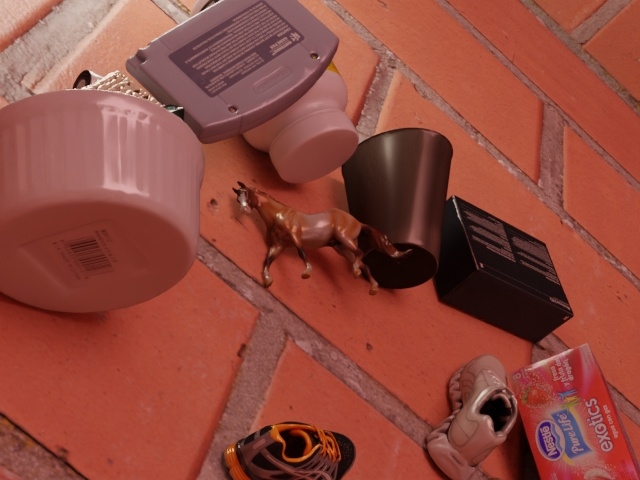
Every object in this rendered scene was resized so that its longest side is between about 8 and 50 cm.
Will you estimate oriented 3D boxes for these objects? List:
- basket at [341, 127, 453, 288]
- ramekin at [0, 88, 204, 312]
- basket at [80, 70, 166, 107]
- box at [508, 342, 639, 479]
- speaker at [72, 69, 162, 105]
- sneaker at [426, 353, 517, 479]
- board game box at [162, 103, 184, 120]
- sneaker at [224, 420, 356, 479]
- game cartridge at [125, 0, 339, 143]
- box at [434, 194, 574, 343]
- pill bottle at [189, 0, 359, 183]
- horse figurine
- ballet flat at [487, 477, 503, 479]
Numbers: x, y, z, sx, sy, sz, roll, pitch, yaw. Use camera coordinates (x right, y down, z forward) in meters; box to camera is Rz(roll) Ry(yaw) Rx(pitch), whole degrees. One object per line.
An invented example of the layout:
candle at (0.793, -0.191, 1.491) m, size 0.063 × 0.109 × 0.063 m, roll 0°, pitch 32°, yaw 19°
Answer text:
basket at (0.129, -0.047, 1.941) m, size 0.154 × 0.204 × 0.227 m, roll 42°, pitch 36°, yaw -40°
ramekin at (-0.266, -0.032, 1.330) m, size 0.277 × 0.277 × 0.135 m, roll 22°, pitch 47°, yaw -37°
basket at (-0.296, -0.145, 1.570) m, size 0.103 × 0.113 × 0.167 m, roll 44°, pitch 30°, yaw -3°
box at (0.416, 0.337, 1.839) m, size 0.154 × 0.142 × 0.300 m, roll 53°, pitch 19°, yaw -46°
speaker at (-0.289, -0.197, 1.697) m, size 0.136 × 0.055 × 0.055 m, roll 20°, pitch 40°, yaw -38°
sneaker at (0.257, 0.255, 1.803) m, size 0.110 × 0.118 × 0.292 m, roll 43°, pitch 29°, yaw -5°
board game box at (-0.225, -0.075, 1.533) m, size 0.026 × 0.186 × 0.126 m, roll 14°, pitch 23°, yaw 21°
sneaker at (-0.019, 0.267, 1.472) m, size 0.215 × 0.083 × 0.084 m, roll 6°, pitch 48°, yaw -51°
game cartridge at (-0.120, -0.269, 1.764) m, size 0.196 × 0.060 × 0.294 m, roll 42°, pitch 58°, yaw 17°
box at (0.318, 0.055, 2.126) m, size 0.261 × 0.103 × 0.184 m, roll 25°, pitch 34°, yaw -34°
pill bottle at (-0.072, -0.266, 1.920) m, size 0.188 × 0.188 × 0.334 m, roll 4°, pitch 51°, yaw -50°
horse figurine at (0.000, 0.000, 1.783) m, size 0.263 × 0.066 × 0.174 m, roll 4°, pitch 45°, yaw -20°
ballet flat at (0.286, 0.437, 1.679) m, size 0.067 × 0.073 × 0.206 m, roll -15°, pitch 62°, yaw -41°
